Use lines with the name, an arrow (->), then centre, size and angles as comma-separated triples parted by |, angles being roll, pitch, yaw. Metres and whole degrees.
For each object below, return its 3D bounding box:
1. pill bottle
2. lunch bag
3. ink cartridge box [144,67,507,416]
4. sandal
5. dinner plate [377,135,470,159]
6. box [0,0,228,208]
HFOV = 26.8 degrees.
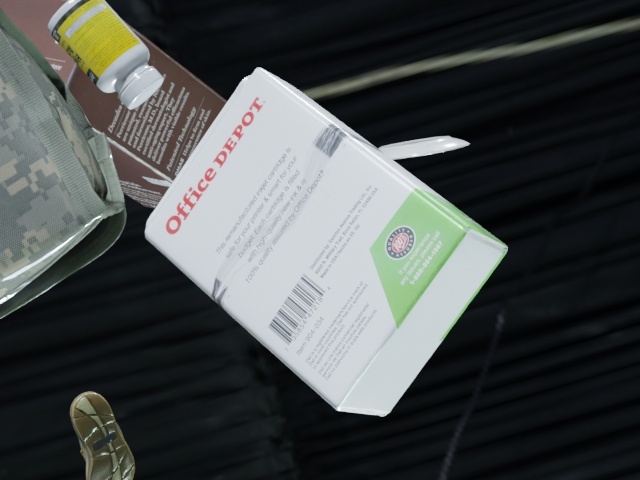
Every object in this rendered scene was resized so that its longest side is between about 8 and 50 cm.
pill bottle -> -0.213, -0.190, 1.351 | 0.116, 0.065, 0.065 | 47, -1, 2
lunch bag -> -0.249, -0.018, 0.821 | 0.169, 0.235, 0.287 | 60, -2, -5
ink cartridge box -> 0.000, 0.000, 1.242 | 0.273, 0.198, 0.115 | 40, 10, 27
sandal -> -0.305, 0.282, 1.850 | 0.049, 0.072, 0.180 | 25, -46, 54
dinner plate -> 0.124, -0.121, 1.749 | 0.141, 0.141, 0.017 | -109, -170, -84
box -> -0.238, -0.153, 1.656 | 0.381, 0.191, 0.143 | 37, 72, -51
